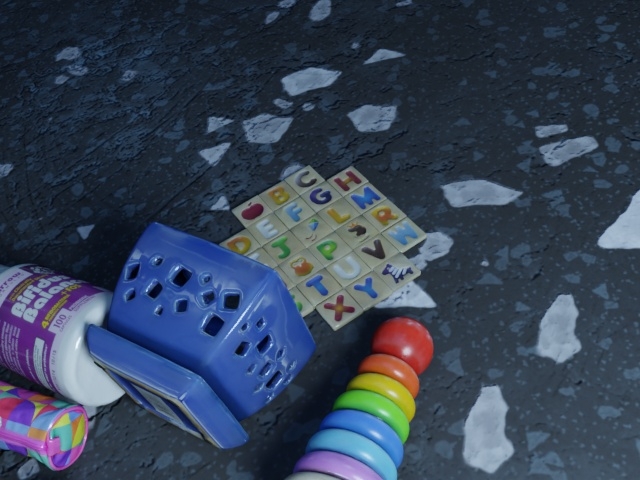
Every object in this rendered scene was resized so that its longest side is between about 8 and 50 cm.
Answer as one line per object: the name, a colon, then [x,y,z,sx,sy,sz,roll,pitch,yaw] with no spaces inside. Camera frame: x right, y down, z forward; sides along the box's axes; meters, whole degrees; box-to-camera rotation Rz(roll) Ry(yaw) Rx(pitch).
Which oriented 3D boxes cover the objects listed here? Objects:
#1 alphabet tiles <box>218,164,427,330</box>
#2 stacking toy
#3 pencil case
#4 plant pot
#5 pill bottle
alphabet tiles: [0.000,0.000,1.404,0.285,0.011,0.342,-31,49,-14]
stacking toy: [0.070,0.237,1.106,0.141,0.141,0.330,10,45,22]
pencil case: [-0.459,0.264,1.221,0.236,0.104,0.104,8,51,21]
plant pot: [-0.173,0.145,1.174,0.235,0.236,0.212,19,62,28]
pill bottle: [-0.422,0.130,1.279,0.301,0.169,0.169,15,54,31]
